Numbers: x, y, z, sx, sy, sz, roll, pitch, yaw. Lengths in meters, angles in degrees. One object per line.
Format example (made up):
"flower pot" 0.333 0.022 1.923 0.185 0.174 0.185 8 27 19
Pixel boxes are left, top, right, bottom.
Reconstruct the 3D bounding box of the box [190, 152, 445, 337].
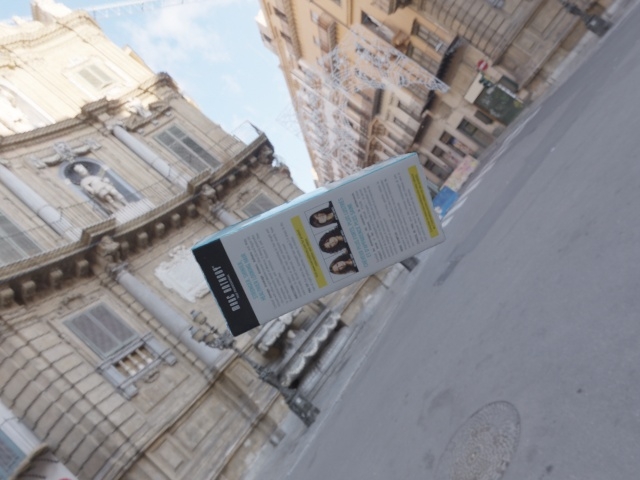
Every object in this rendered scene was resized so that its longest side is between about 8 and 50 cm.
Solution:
"box" 0.000 0.000 0.430 0.244 0.101 0.060 -23 12 -5
